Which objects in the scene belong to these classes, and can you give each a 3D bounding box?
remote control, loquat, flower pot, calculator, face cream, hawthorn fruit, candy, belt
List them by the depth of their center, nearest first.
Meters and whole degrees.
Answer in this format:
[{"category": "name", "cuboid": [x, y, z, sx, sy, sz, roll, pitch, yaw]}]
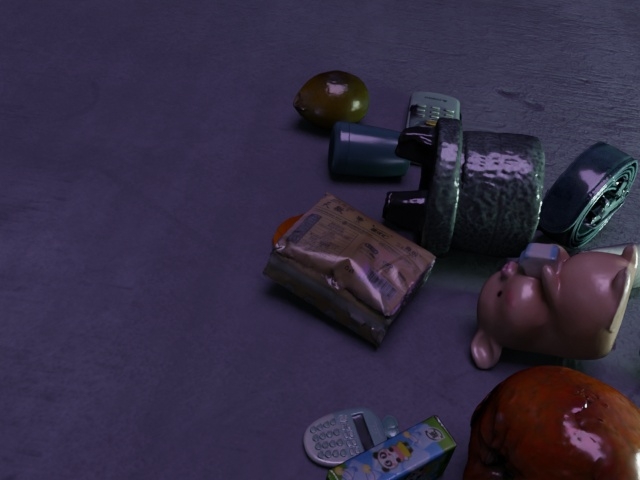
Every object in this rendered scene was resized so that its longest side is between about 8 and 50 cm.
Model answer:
[{"category": "hawthorn fruit", "cuboid": [0.351, 0.310, 0.950, 0.308, 0.276, 0.276, 5, 37, -34]}, {"category": "candy", "cuboid": [0.097, 0.333, 0.988, 0.195, 0.097, 0.062, -19, 51, -26]}, {"category": "calculator", "cuboid": [0.049, 0.304, 1.068, 0.153, 0.021, 0.095, -7, 44, -15]}, {"category": "face cream", "cuboid": [0.549, 0.052, 1.323, 0.315, 0.143, 0.089, -2, 68, -33]}, {"category": "flower pot", "cuboid": [0.271, -0.105, 1.370, 0.283, 0.299, 0.299, 5, 41, 4]}, {"category": "belt", "cuboid": [0.553, -0.084, 1.439, 0.268, 0.206, 0.116, -36, 57, -26]}, {"category": "loquat", "cuboid": [0.027, -0.344, 1.704, 0.195, 0.152, 0.152, -2, 42, -22]}, {"category": "remote control", "cuboid": [0.284, -0.286, 1.739, 0.140, 0.056, 0.296, 12, 42, 3]}]

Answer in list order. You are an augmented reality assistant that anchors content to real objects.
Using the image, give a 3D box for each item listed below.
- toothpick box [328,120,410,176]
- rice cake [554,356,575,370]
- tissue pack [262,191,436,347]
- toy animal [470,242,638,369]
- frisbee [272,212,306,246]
[{"category": "toothpick box", "cuboid": [0.115, -0.203, 1.576, 0.184, 0.120, 0.120, 6, 41, -7]}, {"category": "rice cake", "cuboid": [0.417, 0.241, 1.185, 0.033, 0.033, 0.207, 25, 42, 4]}, {"category": "tissue pack", "cuboid": [0.057, 0.042, 1.268, 0.257, 0.123, 0.215, 33, 47, 12]}, {"category": "toy animal", "cuboid": [0.390, 0.106, 1.167, 0.256, 0.212, 0.195, 8, 38, 32]}, {"category": "frisbee", "cuboid": [0.000, 0.000, 1.393, 0.192, 0.035, 0.192, 5, 42, -4]}]
